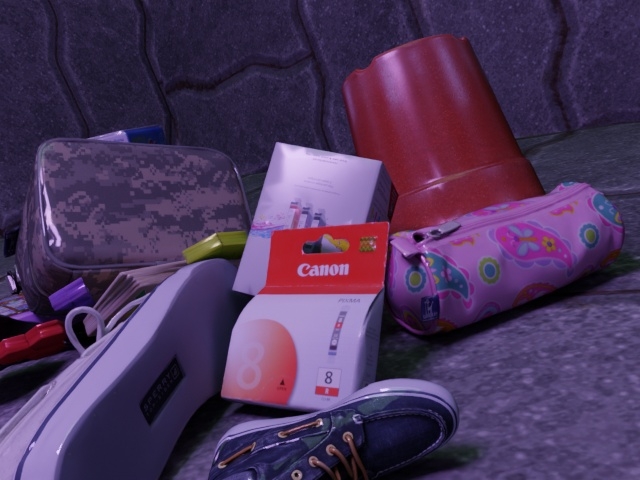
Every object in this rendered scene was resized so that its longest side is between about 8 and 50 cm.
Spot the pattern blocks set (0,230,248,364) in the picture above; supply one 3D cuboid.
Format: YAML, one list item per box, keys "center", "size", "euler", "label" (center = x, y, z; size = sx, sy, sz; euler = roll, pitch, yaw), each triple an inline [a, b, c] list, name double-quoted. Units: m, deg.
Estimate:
- center: [-0.190, 0.065, 0.764]
  size: [0.285, 0.026, 0.325]
  euler: [-35, -18, 28]
  label: "pattern blocks set"

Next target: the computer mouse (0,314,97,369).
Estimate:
- center: [-0.362, 0.129, 0.784]
  size: [0.184, 0.060, 0.262]
  euler: [-15, -13, -3]
  label: "computer mouse"

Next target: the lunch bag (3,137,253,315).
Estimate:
- center: [-0.281, 0.004, 0.910]
  size: [0.305, 0.212, 0.256]
  euler: [-2, -29, -32]
  label: "lunch bag"

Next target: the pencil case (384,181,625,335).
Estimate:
- center: [0.203, 0.014, 0.708]
  size: [0.284, 0.124, 0.124]
  euler: [-15, 13, -21]
  label: "pencil case"

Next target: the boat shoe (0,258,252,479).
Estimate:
- center: [-0.187, 0.132, 0.582]
  size: [0.157, 0.135, 0.367]
  euler: [-11, 22, 19]
  label: "boat shoe"

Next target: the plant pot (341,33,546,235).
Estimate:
- center: [0.163, -0.135, 0.920]
  size: [0.273, 0.264, 0.272]
  euler: [-18, -6, -2]
  label: "plant pot"

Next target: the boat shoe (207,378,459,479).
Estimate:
- center: [0.009, 0.153, 0.424]
  size: [0.184, 0.065, 0.083]
  euler: [-17, 13, 8]
  label: "boat shoe"

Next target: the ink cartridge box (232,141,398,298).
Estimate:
- center: [0.000, 0.000, 0.711]
  size: [0.128, 0.176, 0.128]
  euler: [14, -9, 17]
  label: "ink cartridge box"

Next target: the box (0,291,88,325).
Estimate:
- center: [-0.490, 0.131, 0.999]
  size: [0.293, 0.057, 0.201]
  euler: [-22, 17, -40]
  label: "box"

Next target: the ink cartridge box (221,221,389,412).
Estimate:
- center: [-0.013, 0.066, 0.580]
  size: [0.146, 0.179, 0.045]
  euler: [-3, -17, 34]
  label: "ink cartridge box"

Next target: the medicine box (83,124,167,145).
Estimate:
- center: [-0.374, -0.067, 1.236]
  size: [0.149, 0.289, 0.263]
  euler: [-14, 12, 3]
  label: "medicine box"
